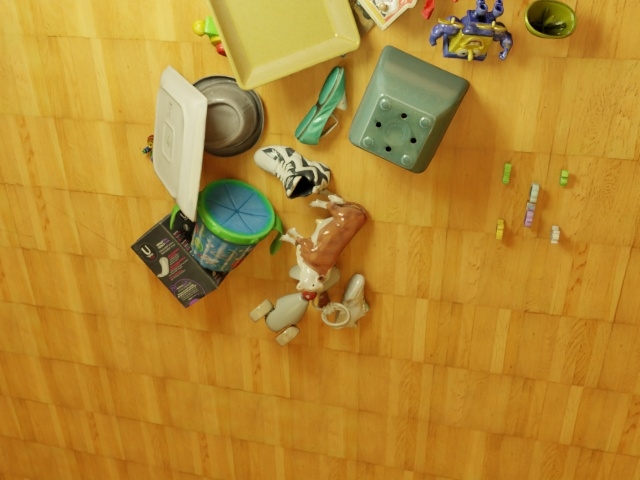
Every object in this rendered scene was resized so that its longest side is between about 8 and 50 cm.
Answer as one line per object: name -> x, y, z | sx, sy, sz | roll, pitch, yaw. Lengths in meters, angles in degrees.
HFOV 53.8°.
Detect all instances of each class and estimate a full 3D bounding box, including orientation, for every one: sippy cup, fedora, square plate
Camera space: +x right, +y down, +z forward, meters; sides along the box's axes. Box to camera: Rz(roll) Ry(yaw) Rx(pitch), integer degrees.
sippy cup -> -0.284, -0.029, 1.910 | 0.305, 0.240, 0.224 | 40, 131, 6
fedora -> -0.298, -0.338, 1.795 | 0.275, 0.124, 0.244 | -11, 113, 20
square plate -> -0.404, -0.276, 1.754 | 0.049, 0.347, 0.344 | -5, 120, -30

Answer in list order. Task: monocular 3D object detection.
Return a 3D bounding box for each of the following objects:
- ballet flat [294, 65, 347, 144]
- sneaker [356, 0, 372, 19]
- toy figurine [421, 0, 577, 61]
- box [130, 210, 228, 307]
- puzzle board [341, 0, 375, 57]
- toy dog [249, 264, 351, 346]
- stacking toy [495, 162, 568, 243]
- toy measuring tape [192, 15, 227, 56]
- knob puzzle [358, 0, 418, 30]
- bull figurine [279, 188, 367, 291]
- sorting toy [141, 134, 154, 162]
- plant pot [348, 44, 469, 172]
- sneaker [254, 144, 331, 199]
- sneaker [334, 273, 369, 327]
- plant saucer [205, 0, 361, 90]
ballet flat -> 0.021, -0.362, 1.730 | 0.087, 0.083, 0.247 | 20, 124, -24
sneaker -> 0.190, -0.646, 1.510 | 0.267, 0.101, 0.106 | -30, 103, 27
toy figurine -> 0.392, -0.521, 1.518 | 0.362, 0.191, 0.217 | 1, 162, -10
box -> -0.442, 0.053, 2.030 | 0.165, 0.143, 0.270 | -32, 104, 28
puzzle board -> 0.066, -0.555, 1.644 | 0.096, 0.011, 0.128 | 42, 120, -9
toy dog -> -0.060, 0.192, 2.012 | 0.333, 0.161, 0.220 | -21, 98, 16
stacking toy -> 0.574, -0.096, 1.719 | 0.166, 0.052, 0.221 | 6, 118, 12
toy measuring tape -> -0.175, -0.538, 1.685 | 0.330, 0.121, 0.121 | 7, 121, -11
knob puzzle -> 0.160, -0.623, 1.474 | 0.213, 0.030, 0.213 | 9, 109, 27
bull figurine -> 0.000, 0.000, 1.852 | 0.188, 0.101, 0.310 | 39, 87, -6
sorting toy -> -0.517, -0.274, 1.939 | 0.061, 0.042, 0.102 | 6, 119, 13
plant pot -> 0.207, -0.311, 1.594 | 0.247, 0.252, 0.248 | 25, 120, 2
sneaker -> -0.094, -0.190, 1.799 | 0.235, 0.153, 0.094 | 25, 119, 1
sneaker -> 0.117, 0.194, 1.998 | 0.094, 0.080, 0.212 | 16, 128, -6
plant saucer -> -0.106, -0.587, 1.576 | 0.332, 0.081, 0.333 | -22, 107, -3
